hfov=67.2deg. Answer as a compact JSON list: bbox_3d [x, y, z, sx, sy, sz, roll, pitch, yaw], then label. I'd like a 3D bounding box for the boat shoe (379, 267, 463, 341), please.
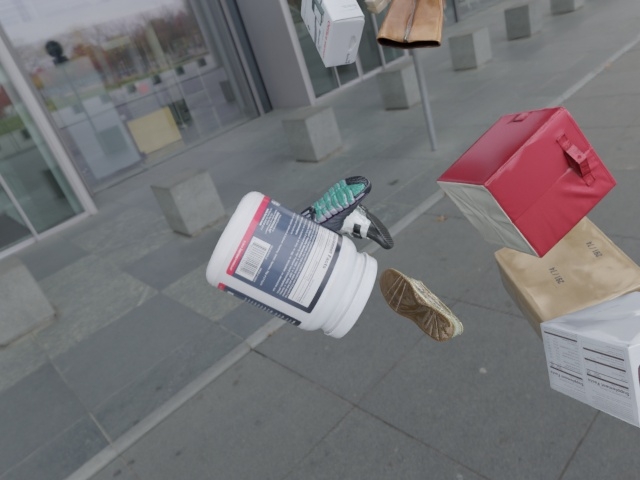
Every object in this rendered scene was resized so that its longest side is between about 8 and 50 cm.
[{"bbox_3d":[0.285,0.185,1.402,0.089,0.105,0.285,3,34,-46],"label":"boat shoe"}]

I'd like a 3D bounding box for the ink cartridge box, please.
[{"bbox_3d":[0.036,-0.804,1.724,0.121,0.211,0.289,-15,66,-14],"label":"ink cartridge box"}]

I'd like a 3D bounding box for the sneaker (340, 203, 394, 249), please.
[{"bbox_3d":[0.164,-0.057,2.010,0.146,0.330,0.122,-49,-24,16],"label":"sneaker"}]

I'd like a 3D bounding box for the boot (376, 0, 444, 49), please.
[{"bbox_3d":[0.273,-0.553,1.051,0.264,0.096,0.281,9,73,21],"label":"boot"}]

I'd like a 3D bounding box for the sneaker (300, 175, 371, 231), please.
[{"bbox_3d":[0.049,-0.080,1.231,0.223,0.098,0.083,-31,48,24],"label":"sneaker"}]

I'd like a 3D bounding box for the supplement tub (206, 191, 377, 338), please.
[{"bbox_3d":[-0.053,0.048,0.893,0.272,0.191,0.191,27,28,-8],"label":"supplement tub"}]

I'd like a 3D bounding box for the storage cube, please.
[{"bbox_3d":[0.375,-0.110,0.904,0.193,0.184,0.215,-44,16,-2],"label":"storage cube"}]

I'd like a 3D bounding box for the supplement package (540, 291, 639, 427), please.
[{"bbox_3d":[0.605,0.210,0.917,0.261,0.145,0.204,-14,6,-16],"label":"supplement package"}]

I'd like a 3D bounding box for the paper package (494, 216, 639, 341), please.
[{"bbox_3d":[0.720,0.121,1.395,0.309,0.168,0.325,-27,39,7],"label":"paper package"}]

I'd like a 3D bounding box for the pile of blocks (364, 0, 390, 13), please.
[{"bbox_3d":[0.160,-0.849,1.374,0.148,0.362,0.112,-1,23,-35],"label":"pile of blocks"}]
